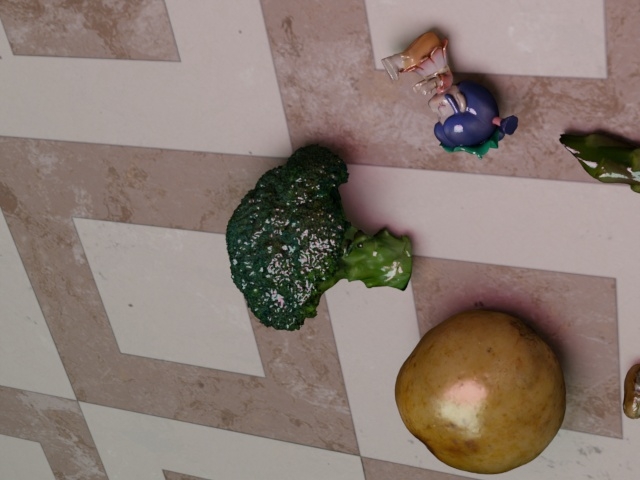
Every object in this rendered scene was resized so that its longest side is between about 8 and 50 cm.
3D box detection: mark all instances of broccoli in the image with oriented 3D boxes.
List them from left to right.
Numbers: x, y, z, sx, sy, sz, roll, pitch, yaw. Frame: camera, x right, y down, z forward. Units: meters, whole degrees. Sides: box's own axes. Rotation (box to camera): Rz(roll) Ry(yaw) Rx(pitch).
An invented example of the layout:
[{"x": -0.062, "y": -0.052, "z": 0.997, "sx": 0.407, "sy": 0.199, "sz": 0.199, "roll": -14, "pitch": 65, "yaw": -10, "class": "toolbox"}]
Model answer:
[{"x": 0.000, "y": 0.000, "z": 1.782, "sx": 0.297, "sy": 0.297, "sz": 0.297, "roll": 6, "pitch": 136, "yaw": -15, "class": "broccoli"}]

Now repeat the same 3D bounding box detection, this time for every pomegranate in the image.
[{"x": 0.254, "y": 0.236, "z": 1.812, "sx": 0.260, "sy": 0.260, "sz": 0.260, "roll": 15, "pitch": 132, "yaw": 18, "class": "pomegranate"}]

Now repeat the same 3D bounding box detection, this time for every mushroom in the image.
[{"x": 0.561, "y": 0.257, "z": 1.768, "sx": 0.209, "sy": 0.084, "sz": 0.071, "roll": 19, "pitch": 154, "yaw": 11, "class": "mushroom"}]

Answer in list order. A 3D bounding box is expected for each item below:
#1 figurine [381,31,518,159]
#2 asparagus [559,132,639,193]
[{"x": 0.179, "y": -0.196, "z": 1.588, "sx": 0.102, "sy": 0.111, "sz": 0.195, "roll": -36, "pitch": 100, "yaw": 3, "class": "figurine"}, {"x": 0.455, "y": -0.091, "z": 1.546, "sx": 0.287, "sy": 0.080, "sz": 0.080, "roll": 8, "pitch": 129, "yaw": 23, "class": "asparagus"}]
